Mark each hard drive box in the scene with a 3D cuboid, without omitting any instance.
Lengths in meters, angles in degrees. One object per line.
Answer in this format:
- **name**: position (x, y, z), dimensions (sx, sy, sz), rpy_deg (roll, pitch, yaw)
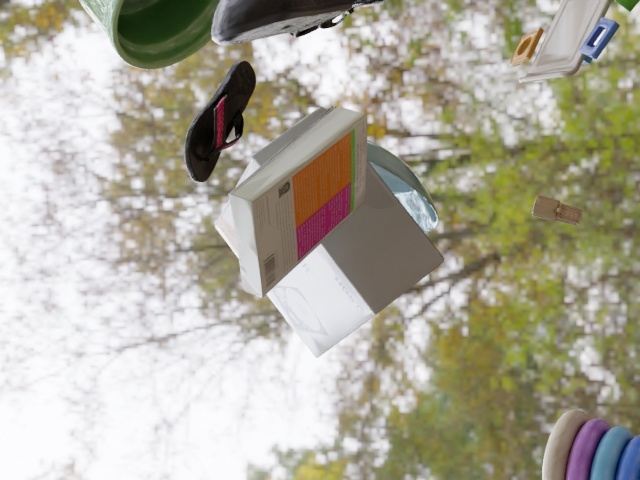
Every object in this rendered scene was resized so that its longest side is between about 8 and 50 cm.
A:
- **hard drive box**: position (0.000, 0.000, 1.207), dimensions (0.089, 0.232, 0.181), rpy_deg (-36, -95, -20)

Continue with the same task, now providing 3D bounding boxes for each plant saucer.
- **plant saucer**: position (0.040, -0.070, 1.300), dimensions (0.037, 0.195, 0.195), rpy_deg (-65, -31, -15)

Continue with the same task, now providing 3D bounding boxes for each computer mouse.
- **computer mouse**: position (-0.041, -0.303, 1.576), dimensions (0.272, 0.188, 0.072), rpy_deg (-21, -85, -51)

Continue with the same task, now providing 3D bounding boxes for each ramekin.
- **ramekin**: position (-0.291, -0.472, 2.246), dimensions (0.303, 0.148, 0.303), rpy_deg (-36, -26, -21)

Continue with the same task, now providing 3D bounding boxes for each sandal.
- **sandal**: position (-0.120, -0.154, 1.592), dimensions (0.179, 0.040, 0.067), rpy_deg (-64, -35, -22)

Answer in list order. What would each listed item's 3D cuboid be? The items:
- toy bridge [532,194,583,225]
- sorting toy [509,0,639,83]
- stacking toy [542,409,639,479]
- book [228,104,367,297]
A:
- **toy bridge**: position (0.304, -0.037, 1.602), dimensions (0.188, 0.063, 0.026), rpy_deg (-6, -69, -81)
- **sorting toy**: position (0.416, -0.334, 2.027), dimensions (0.196, 0.047, 0.347), rpy_deg (-60, 15, -4)
- **stacking toy**: position (0.491, 0.343, 1.771), dimensions (0.141, 0.330, 0.141), rpy_deg (-28, -57, -54)
- **book**: position (-0.014, -0.032, 1.007), dimensions (0.144, 0.035, 0.096), rpy_deg (-42, -39, -39)
